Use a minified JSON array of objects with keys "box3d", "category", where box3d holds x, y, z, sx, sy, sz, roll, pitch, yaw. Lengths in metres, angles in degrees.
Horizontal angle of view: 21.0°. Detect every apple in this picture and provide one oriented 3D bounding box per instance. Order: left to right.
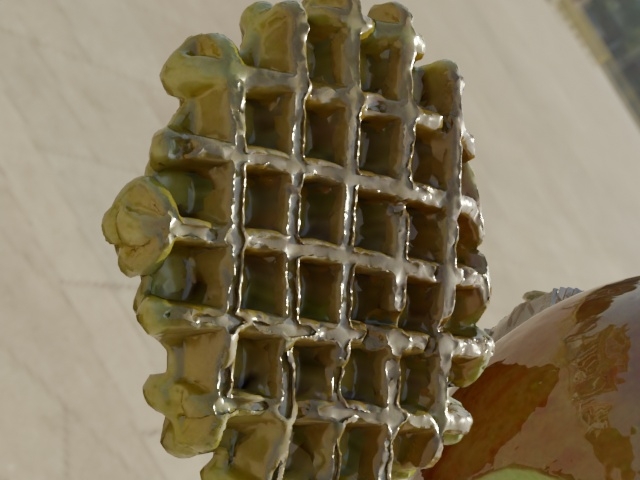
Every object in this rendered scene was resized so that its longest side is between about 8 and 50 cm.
[{"box3d":[0.224,0.175,1.040,0.339,0.339,0.339,55,12,-17],"category":"apple"}]

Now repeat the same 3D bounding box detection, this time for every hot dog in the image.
[{"box3d":[0.188,0.088,1.390,0.099,0.053,0.192,44,-29,0],"category":"hot dog"}]

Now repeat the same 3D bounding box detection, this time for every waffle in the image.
[{"box3d":[0.001,0.006,0.591,0.191,0.038,0.191,1,88,-44],"category":"waffle"}]
